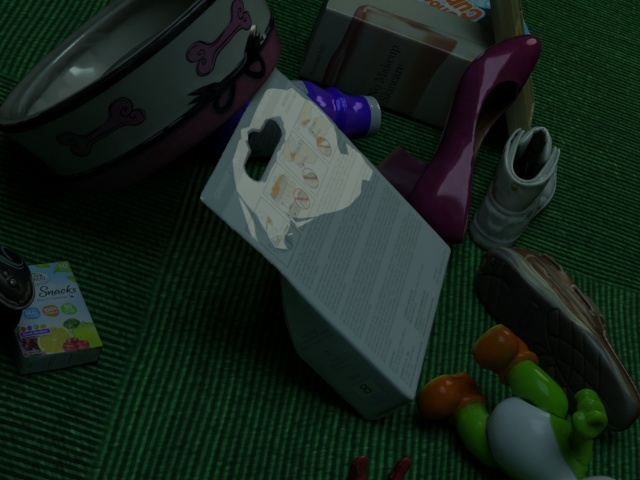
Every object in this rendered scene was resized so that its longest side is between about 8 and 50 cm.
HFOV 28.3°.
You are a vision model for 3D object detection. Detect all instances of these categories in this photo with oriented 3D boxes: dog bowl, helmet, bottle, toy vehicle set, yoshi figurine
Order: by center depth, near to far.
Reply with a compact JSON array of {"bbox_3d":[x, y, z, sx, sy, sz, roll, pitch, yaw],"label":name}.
[{"bbox_3d":[-0.428,0.065,1.449,0.161,0.169,0.169,10,41,-40],"label":"helmet"},{"bbox_3d":[0.270,0.286,1.550,0.203,0.203,0.362,-25,63,-23],"label":"yoshi figurine"},{"bbox_3d":[-0.228,-0.225,1.695,0.150,0.408,0.408,54,36,-23],"label":"dog bowl"},{"bbox_3d":[-0.044,-0.186,1.919,0.283,0.118,0.092,-4,49,-28],"label":"bottle"},{"bbox_3d":[0.321,-0.326,2.121,0.035,0.266,0.166,-6,20,15],"label":"toy vehicle set"}]

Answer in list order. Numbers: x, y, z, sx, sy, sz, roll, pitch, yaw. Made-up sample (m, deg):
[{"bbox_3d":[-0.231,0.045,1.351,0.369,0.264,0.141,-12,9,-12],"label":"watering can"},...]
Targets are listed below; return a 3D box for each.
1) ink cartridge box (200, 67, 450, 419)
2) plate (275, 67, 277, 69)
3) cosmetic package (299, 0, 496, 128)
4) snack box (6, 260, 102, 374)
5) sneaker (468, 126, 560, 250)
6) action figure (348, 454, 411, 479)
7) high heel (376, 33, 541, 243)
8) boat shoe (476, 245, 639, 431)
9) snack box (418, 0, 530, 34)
[{"bbox_3d":[0.000,0.000,1.654,0.385,0.091,0.308,44,38,-20],"label":"ink cartridge box"},{"bbox_3d":[-0.158,-0.270,2.023,0.188,0.024,0.188,13,42,-12],"label":"plate"},{"bbox_3d":[0.131,-0.311,2.108,0.296,0.153,0.129,18,41,-6],"label":"cosmetic package"},{"bbox_3d":[-0.338,0.093,1.554,0.100,0.037,0.141,-6,50,-31],"label":"snack box"},{"bbox_3d":[0.336,-0.120,1.998,0.108,0.169,0.292,28,40,6],"label":"sneaker"},{"bbox_3d":[0.105,0.353,1.432,0.091,0.139,0.280,5,48,-20],"label":"action figure"},{"bbox_3d":[0.259,-0.155,1.947,0.181,0.127,0.377,37,78,28],"label":"high heel"},{"bbox_3d":[0.356,0.125,1.795,0.116,0.123,0.324,-11,54,-36],"label":"boat shoe"},{"bbox_3d":[0.249,-0.444,2.324,0.187,0.060,0.322,-10,49,-5],"label":"snack box"}]
